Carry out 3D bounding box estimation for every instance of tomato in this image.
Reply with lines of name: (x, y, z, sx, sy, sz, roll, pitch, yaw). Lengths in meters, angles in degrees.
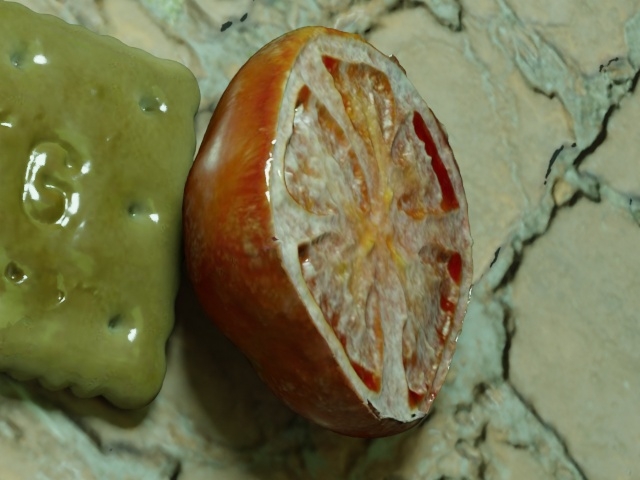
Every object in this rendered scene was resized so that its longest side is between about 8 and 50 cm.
tomato: (0.000, 0.000, 0.912, 0.237, 0.095, 0.237, 29, 53, -49)

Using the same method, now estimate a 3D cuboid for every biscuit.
biscuit: (-0.210, -0.044, 0.823, 0.325, 0.044, 0.217, 19, 68, -30)
